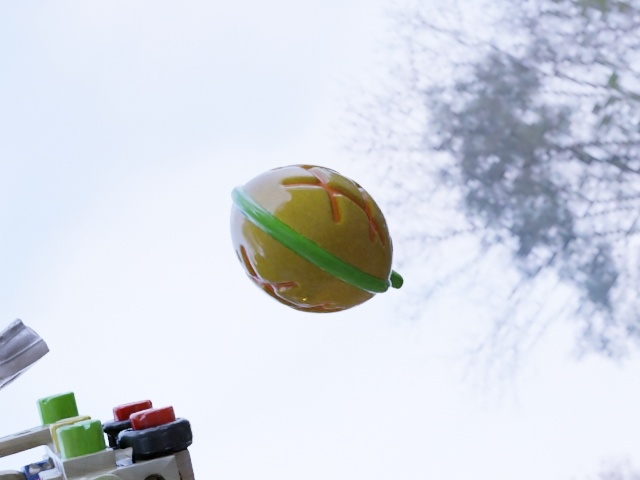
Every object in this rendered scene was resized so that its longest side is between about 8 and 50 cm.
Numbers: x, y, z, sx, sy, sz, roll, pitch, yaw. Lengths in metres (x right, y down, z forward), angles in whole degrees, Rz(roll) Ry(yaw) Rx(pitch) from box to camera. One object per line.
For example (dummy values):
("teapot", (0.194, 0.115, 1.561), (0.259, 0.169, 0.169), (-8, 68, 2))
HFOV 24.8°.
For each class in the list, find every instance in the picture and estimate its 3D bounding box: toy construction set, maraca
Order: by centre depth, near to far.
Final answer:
("toy construction set", (-0.190, 0.184, 0.963), (0.215, 0.328, 0.151), (-12, -76, -15))
("maraca", (0.000, 0.000, 1.029), (0.099, 0.127, 0.186), (-54, -16, 8))

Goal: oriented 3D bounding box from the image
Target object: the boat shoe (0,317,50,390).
("boat shoe", (-0.345, 0.123, 1.498), (0.066, 0.063, 0.184), (-41, -3, 29))
